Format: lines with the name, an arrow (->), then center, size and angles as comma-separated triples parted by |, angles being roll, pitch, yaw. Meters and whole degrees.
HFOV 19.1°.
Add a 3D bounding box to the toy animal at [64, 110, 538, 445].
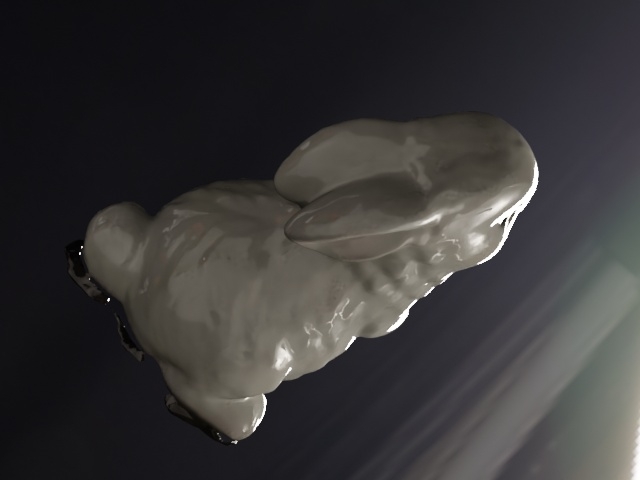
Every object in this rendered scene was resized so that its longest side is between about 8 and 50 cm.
toy animal -> 0.000, 0.000, 1.548 | 0.357, 0.194, 0.258 | -34, -44, 29
